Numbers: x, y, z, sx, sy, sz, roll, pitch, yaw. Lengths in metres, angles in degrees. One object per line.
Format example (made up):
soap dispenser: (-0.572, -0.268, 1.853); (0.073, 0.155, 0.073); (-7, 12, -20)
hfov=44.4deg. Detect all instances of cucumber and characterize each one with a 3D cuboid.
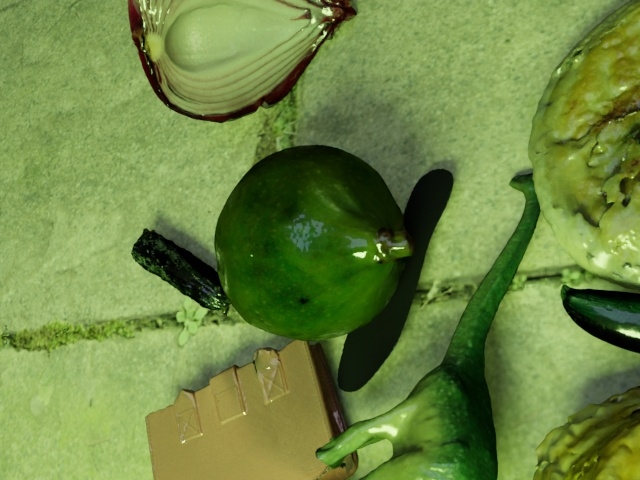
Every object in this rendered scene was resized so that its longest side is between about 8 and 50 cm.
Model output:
cucumber: (-0.169, 0.036, 0.956); (0.181, 0.053, 0.053); (27, 85, 35)
cucumber: (0.325, 0.080, 0.600); (0.284, 0.056, 0.056); (11, 75, 26)

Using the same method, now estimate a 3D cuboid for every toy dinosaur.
toy dinosaur: (0.147, 0.142, 0.641); (0.300, 0.087, 0.447); (-28, 43, 4)

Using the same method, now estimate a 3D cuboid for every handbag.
handbag: (-0.076, 0.205, 0.808); (0.212, 0.059, 0.157); (-29, 57, 16)

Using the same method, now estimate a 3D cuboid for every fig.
fig: (0.000, 0.000, 0.746); (0.195, 0.195, 0.245); (-67, 16, -10)

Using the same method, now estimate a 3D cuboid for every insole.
insole: (0.079, 0.038, 0.802); (0.086, 0.005, 0.253); (6, 70, 58)

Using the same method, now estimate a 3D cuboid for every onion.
onion: (-0.097, -0.276, 0.974); (0.283, 0.227, 0.120); (-11, 30, -18)

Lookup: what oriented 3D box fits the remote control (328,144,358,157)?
remote control: (-0.019, -0.022, 0.895); (0.190, 0.029, 0.087); (-47, 52, 5)

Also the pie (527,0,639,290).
pie: (0.336, -0.102, 0.675); (0.339, 0.077, 0.339); (-14, 62, 28)

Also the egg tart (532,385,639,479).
egg tart: (0.262, 0.199, 0.508); (0.294, 0.116, 0.295); (-13, 42, 12)
